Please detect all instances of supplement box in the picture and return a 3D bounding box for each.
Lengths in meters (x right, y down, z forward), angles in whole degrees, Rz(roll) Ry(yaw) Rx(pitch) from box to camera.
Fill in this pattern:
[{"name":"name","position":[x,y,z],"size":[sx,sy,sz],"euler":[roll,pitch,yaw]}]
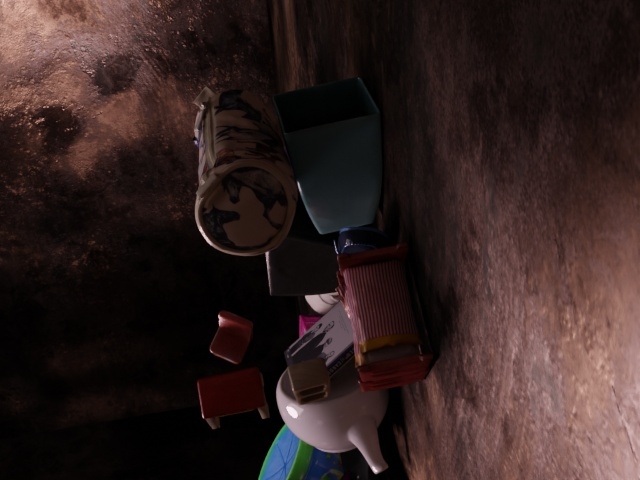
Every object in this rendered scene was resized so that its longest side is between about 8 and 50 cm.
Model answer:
[{"name":"supplement box","position":[0.012,0.249,2.057],"size":[0.220,0.111,0.114],"euler":[-133,43,-81]}]

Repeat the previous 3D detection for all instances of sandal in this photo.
[{"name":"sandal","position":[0.087,0.525,1.785],"size":[0.167,0.107,0.446],"euler":[-44,40,29]}]

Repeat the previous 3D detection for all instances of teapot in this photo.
[{"name":"teapot","position":[0.034,0.352,1.798],"size":[0.256,0.252,0.187],"euler":[-59,-42,-56]}]

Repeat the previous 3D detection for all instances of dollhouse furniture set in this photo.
[{"name":"dollhouse furniture set","position":[-0.022,0.154,1.382],"size":[0.152,0.374,0.201],"euler":[84,173,-68]}]

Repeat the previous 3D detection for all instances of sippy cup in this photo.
[{"name":"sippy cup","position":[0.000,0.550,1.964],"size":[0.305,0.224,0.240],"euler":[-60,14,14]}]

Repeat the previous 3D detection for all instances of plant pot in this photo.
[{"name":"plant pot","position":[0.000,0.000,1.738],"size":[0.187,0.167,0.188],"euler":[-65,-21,-44]},{"name":"plant pot","position":[0.025,-0.143,1.550],"size":[0.165,0.165,0.234],"euler":[-108,5,-56]}]

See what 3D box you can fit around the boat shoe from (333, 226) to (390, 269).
[{"name":"boat shoe","position":[0.085,0.047,1.547],"size":[0.258,0.109,0.089],"euler":[59,-144,-68]}]

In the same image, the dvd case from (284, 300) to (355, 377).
[{"name":"dvd case","position":[0.029,0.198,1.739],"size":[0.029,0.238,0.179],"euler":[44,-171,-22]}]

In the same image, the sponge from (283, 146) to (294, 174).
[{"name":"sponge","position":[-0.042,-0.157,1.881],"size":[0.031,0.210,0.117],"euler":[85,172,-62]}]

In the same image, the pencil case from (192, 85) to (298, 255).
[{"name":"pencil case","position":[-0.142,-0.130,1.480],"size":[0.160,0.183,0.410],"euler":[-54,22,18]}]

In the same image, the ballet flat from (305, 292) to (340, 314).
[{"name":"ballet flat","position":[0.026,0.034,1.987],"size":[0.139,0.139,0.400],"euler":[-108,12,-58]}]
